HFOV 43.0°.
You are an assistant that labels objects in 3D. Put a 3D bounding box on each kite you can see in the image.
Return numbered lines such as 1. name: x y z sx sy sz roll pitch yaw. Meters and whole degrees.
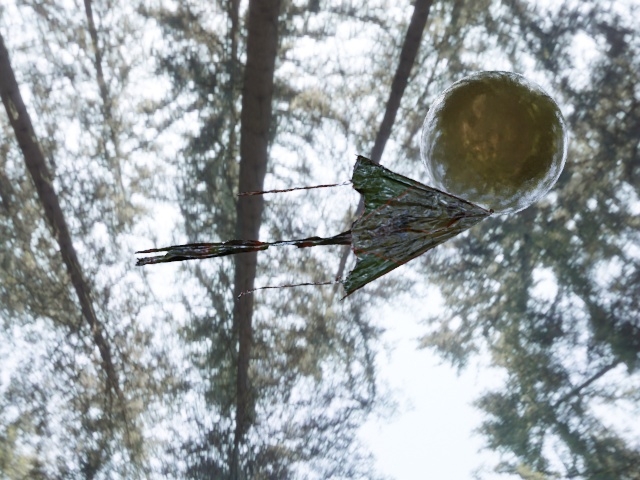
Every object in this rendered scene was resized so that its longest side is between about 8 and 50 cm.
1. kite: 0.000 0.000 0.544 0.244 0.198 0.006 -8 -118 -10

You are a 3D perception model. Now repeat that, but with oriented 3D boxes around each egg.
1. egg: 0.223 -0.125 1.053 0.188 0.253 0.189 2 -80 12
